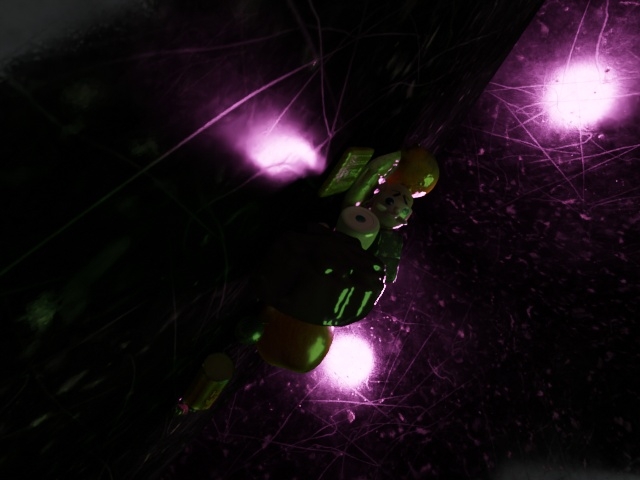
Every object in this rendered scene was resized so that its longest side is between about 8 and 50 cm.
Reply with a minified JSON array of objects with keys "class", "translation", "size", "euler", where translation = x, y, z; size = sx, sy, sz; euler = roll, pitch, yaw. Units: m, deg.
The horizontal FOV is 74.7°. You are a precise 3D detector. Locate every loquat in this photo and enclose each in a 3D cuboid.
[{"class":"loquat","translation":[0.388,-0.286,1.774],"size":[0.193,0.238,0.238],"euler":[-49,172,-42]}]

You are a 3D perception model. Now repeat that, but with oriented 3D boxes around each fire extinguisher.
[{"class":"fire extinguisher","translation":[-0.554,0.658,1.646],"size":[0.157,0.045,0.078],"euler":[101,2,-69]}]

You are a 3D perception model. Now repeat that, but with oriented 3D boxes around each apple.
[{"class":"apple","translation":[-0.114,0.382,1.744],"size":[0.339,0.340,0.339],"euler":[-48,170,-11]}]

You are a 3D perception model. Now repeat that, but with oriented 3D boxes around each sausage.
[{"class":"sausage","translation":[-0.435,0.555,1.567],"size":[0.125,0.117,0.317],"euler":[8,128,-38]}]

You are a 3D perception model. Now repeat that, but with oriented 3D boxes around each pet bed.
[{"class":"pet bed","translation":[0.205,0.052,1.630],"size":[0.183,0.159,0.210],"euler":[-168,-91,-77]}]

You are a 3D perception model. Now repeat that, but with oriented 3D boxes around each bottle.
[{"class":"bottle","translation":[0.111,0.004,1.526],"size":[0.147,0.148,0.236],"euler":[-41,159,-43]}]

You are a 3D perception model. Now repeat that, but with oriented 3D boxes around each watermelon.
[{"class":"watermelon","translation":[-0.248,0.322,1.533],"size":[0.133,0.105,0.105],"euler":[-21,156,-30]}]

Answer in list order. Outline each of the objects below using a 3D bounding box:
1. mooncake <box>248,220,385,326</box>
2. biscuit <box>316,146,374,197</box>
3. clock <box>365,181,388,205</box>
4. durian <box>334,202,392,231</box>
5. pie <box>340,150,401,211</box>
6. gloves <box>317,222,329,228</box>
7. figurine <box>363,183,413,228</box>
[{"class":"mooncake","translation":[0.008,0.090,1.230],"size":[0.212,0.351,0.381],"euler":[-63,176,19]},{"class":"biscuit","translation":[0.084,-0.209,1.277],"size":[0.172,0.029,0.254],"euler":[-55,170,23]},{"class":"clock","translation":[0.262,-0.187,2.051],"size":[0.325,0.067,0.325],"euler":[-49,170,-12]},{"class":"durian","translation":[0.154,-0.017,1.815],"size":[0.394,0.198,0.163],"euler":[-43,170,-25]},{"class":"pie","translation":[0.182,-0.213,1.581],"size":[0.337,0.075,0.337],"euler":[-44,172,-8]},{"class":"gloves","translation":[-0.004,0.003,1.516],"size":[0.110,0.094,0.144],"euler":[-59,166,-19]},{"class":"figurine","translation":[0.275,-0.151,1.655],"size":[0.186,0.176,0.287],"euler":[-63,178,11]}]
